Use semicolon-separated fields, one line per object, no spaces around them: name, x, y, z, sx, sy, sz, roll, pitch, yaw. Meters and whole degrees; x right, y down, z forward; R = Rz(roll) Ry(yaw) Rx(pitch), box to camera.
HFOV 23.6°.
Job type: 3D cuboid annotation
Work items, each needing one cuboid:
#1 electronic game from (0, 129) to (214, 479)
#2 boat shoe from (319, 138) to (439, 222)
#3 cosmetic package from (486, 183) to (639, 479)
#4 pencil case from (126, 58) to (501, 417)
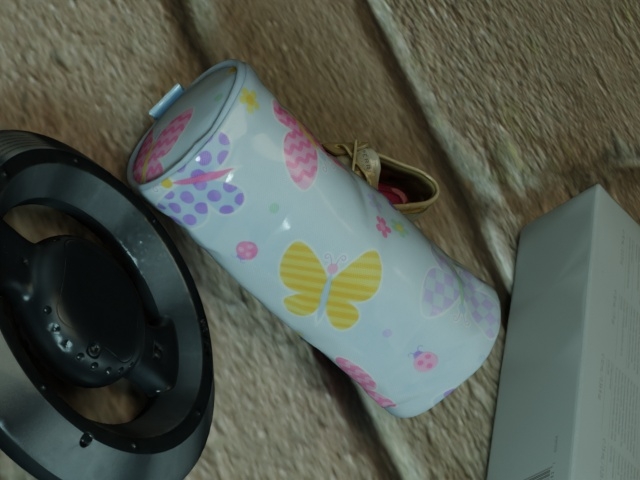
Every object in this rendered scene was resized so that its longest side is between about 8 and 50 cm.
electronic game;-0.140;0.041;0.875;0.229;0.048;0.229;40;35;-36
boat shoe;0.023;-0.049;1.136;0.170;0.059;0.063;12;55;-46
cosmetic package;0.266;0.178;1.229;0.284;0.097;0.377;41;38;-21
pencil case;0.000;0.000;1.025;0.273;0.113;0.124;41;19;-24
